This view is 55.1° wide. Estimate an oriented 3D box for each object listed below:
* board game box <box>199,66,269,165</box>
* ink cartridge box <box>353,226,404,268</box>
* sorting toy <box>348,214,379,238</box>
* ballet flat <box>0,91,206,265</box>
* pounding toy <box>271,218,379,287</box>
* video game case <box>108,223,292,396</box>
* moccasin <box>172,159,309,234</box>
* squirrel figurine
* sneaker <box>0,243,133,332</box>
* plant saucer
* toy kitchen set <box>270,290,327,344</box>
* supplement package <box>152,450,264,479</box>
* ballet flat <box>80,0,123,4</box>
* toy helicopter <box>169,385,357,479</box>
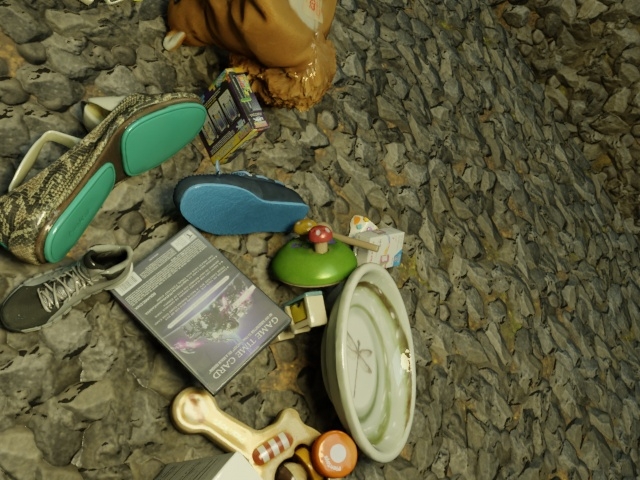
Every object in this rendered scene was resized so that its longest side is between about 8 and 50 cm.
[{"bbox_3d":[-0.195,-0.258,1.292,0.048,0.170,0.141,-23,86,-43],"label":"board game box"},{"bbox_3d":[0.139,0.022,1.477,0.122,0.052,0.089,-9,113,-39],"label":"ink cartridge box"},{"bbox_3d":[0.103,-0.010,1.505,0.083,0.045,0.075,40,70,-17],"label":"sorting toy"},{"bbox_3d":[-0.408,-0.159,1.111,0.182,0.164,0.483,29,52,8],"label":"ballet flat"},{"bbox_3d":[0.000,0.000,1.303,0.237,0.182,0.110,-34,129,-50],"label":"pounding toy"},{"bbox_3d":[-0.216,0.117,1.107,0.274,0.026,0.196,42,62,12],"label":"video game case"},{"bbox_3d":[-0.174,-0.082,1.272,0.342,0.138,0.117,11,35,-54],"label":"moccasin"},{"bbox_3d":[-0.160,-0.444,1.326,0.281,0.370,0.397,-53,134,-40],"label":"squirrel figurine"},{"bbox_3d":[-0.406,0.061,0.992,0.228,0.132,0.086,-32,87,-32],"label":"sneaker"},{"bbox_3d":[0.090,0.249,1.273,0.400,0.100,0.401,33,52,-57],"label":"plant saucer"},{"bbox_3d":[-0.122,0.135,1.171,0.207,0.166,0.122,-6,74,-40],"label":"toy kitchen set"},{"bbox_3d":[-0.181,0.465,0.908,0.199,0.262,0.198,52,49,-7],"label":"supplement package"},{"bbox_3d":[-0.467,-0.531,1.276,0.231,0.077,0.077,-20,99,-43],"label":"ballet flat"},{"bbox_3d":[-0.125,0.395,1.104,0.355,0.140,0.235,35,61,-7],"label":"toy helicopter"}]
